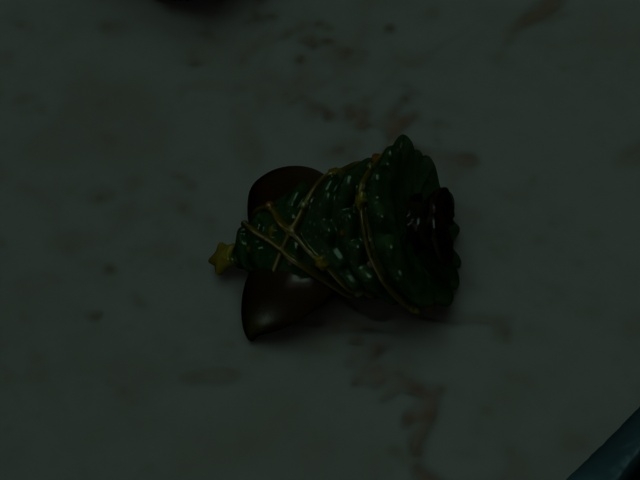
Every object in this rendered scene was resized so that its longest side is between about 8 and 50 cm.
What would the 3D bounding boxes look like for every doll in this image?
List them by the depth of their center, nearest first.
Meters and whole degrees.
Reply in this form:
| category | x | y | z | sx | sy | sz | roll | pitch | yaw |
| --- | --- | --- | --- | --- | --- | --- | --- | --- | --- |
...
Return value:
| category | x | y | z | sx | sy | sz | roll | pitch | yaw |
| --- | --- | --- | --- | --- | --- | --- | --- | --- | --- |
| doll | 0.000 | -0.005 | 0.720 | 0.113 | 0.076 | 0.078 | -2 | 65 | 10 |

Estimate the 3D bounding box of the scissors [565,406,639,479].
| category | x | y | z | sx | sy | sz | roll | pitch | yaw |
| --- | --- | --- | --- | --- | --- | --- | --- | --- | --- |
| scissors | 0.027 | 0.180 | 0.620 | 0.393 | 0.032 | 0.180 | -43 | 60 | -16 |
